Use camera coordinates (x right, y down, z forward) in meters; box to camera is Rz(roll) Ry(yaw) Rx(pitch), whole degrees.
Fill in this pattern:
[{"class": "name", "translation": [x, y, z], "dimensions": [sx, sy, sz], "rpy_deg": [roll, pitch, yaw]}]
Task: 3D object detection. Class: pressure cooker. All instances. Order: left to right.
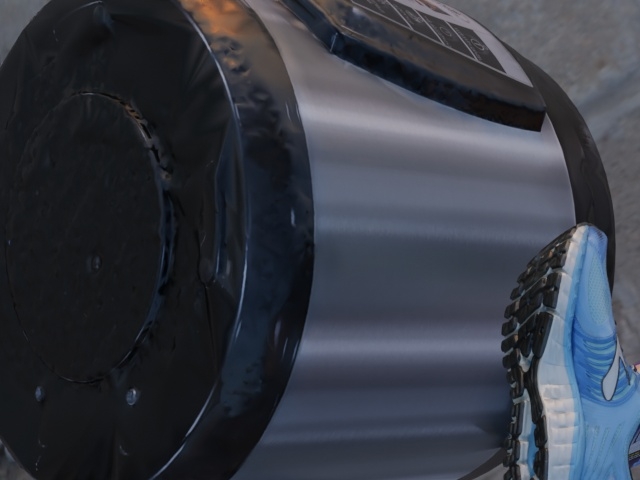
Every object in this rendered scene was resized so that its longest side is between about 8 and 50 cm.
[{"class": "pressure cooker", "translation": [-0.003, 0.004, 1.019], "dimensions": [0.420, 0.375, 0.370], "rpy_deg": [5, 72, -41]}]

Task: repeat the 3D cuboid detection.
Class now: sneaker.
[{"class": "sneaker", "translation": [0.138, 0.070, 0.736], "dimensions": [0.073, 0.063, 0.162], "rpy_deg": [12, 70, -16]}]

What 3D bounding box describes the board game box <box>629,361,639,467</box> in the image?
[{"class": "board game box", "translation": [0.340, 0.193, 1.541], "dimensions": [0.170, 0.141, 0.048], "rpy_deg": [-14, 48, -31]}]
